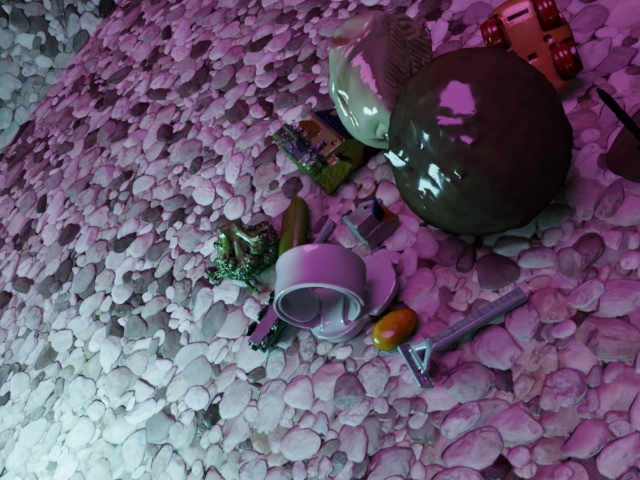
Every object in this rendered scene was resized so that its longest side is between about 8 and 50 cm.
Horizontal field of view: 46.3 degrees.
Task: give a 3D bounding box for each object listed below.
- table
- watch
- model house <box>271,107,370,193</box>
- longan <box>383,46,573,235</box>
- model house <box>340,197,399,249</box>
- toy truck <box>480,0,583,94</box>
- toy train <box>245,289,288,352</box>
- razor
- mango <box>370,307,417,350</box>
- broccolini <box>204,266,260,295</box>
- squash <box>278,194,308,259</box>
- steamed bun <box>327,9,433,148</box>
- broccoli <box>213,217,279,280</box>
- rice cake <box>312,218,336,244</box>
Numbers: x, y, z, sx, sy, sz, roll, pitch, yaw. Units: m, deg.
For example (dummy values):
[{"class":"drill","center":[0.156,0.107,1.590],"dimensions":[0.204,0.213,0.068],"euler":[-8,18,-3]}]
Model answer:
[{"class":"table","center":[0.708,-0.268,1.415],"dimensions":[0.317,0.249,0.317],"euler":[-18,50,23]},{"class":"watch","center":[0.026,0.088,1.644],"dimensions":[0.244,0.231,0.196],"euler":[-20,47,26]},{"class":"model house","center":[0.021,-0.259,1.940],"dimensions":[0.211,0.170,0.194],"euler":[-43,43,0]},{"class":"longan","center":[0.317,-0.201,1.546],"dimensions":[0.391,0.391,0.391],"euler":[-18,51,23]},{"class":"model house","center":[0.117,-0.054,1.773],"dimensions":[0.100,0.101,0.088],"euler":[-44,43,-2]},{"class":"toy truck","center":[0.498,-0.457,1.766],"dimensions":[0.189,0.239,0.265],"euler":[-21,90,22]},{"class":"toy train","center":[-0.107,0.185,1.757],"dimensions":[0.071,0.111,0.170],"euler":[33,88,17]},{"class":"razor","center":[0.291,0.179,1.516],"dimensions":[0.278,0.056,0.111],"euler":[-36,45,8]},{"class":"mango","center":[0.159,0.188,1.601],"dimensions":[0.114,0.057,0.079],"euler":[-39,39,1]},{"class":"broccolini","center":[-0.220,0.099,1.940],"dimensions":[0.194,0.054,0.052],"euler":[12,48,37]},{"class":"squash","center":[-0.067,-0.020,1.889],"dimensions":[0.069,0.069,0.239],"euler":[-16,46,25]},{"class":"steamed bun","center":[0.133,-0.390,1.853],"dimensions":[0.237,0.347,0.394],"euler":[-12,32,35]},{"class":"broccoli","center":[-0.193,0.017,1.904],"dimensions":[0.195,0.156,0.195],"euler":[-32,15,10]},{"class":"rice cake","center":[0.000,0.000,1.869],"dimensions":[0.021,0.022,0.121],"euler":[18,70,45]}]
